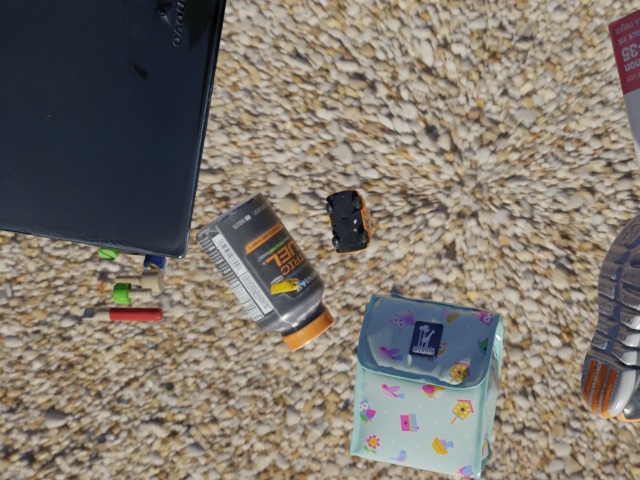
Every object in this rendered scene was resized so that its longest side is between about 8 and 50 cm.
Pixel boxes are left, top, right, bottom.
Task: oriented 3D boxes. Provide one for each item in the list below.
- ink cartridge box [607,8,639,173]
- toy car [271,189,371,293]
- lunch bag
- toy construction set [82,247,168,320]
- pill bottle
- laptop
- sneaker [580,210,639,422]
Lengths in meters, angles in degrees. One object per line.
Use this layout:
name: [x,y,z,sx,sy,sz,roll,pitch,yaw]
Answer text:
ink cartridge box: [0.375,-0.065,0.783,0.207,0.117,0.283,-7,85,-34]
toy car: [0.000,0.000,0.869,0.122,0.040,0.060,-30,81,25]
lunch bag: [0.171,0.221,1.481,0.223,0.160,0.262,7,99,20]
toy construction set: [-0.385,-0.017,1.602,0.237,0.257,0.309,-1,79,7]
pill bottle: [-0.080,0.055,1.490,0.130,0.130,0.246,-34,94,9]
laptop: [-0.341,-0.221,1.151,0.408,0.236,0.382,36,122,43]
sneaker: [0.495,0.107,1.338,0.180,0.124,0.321,9,103,-24]
